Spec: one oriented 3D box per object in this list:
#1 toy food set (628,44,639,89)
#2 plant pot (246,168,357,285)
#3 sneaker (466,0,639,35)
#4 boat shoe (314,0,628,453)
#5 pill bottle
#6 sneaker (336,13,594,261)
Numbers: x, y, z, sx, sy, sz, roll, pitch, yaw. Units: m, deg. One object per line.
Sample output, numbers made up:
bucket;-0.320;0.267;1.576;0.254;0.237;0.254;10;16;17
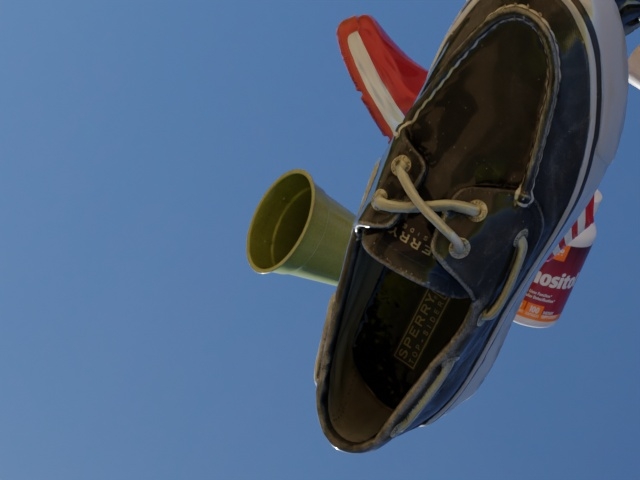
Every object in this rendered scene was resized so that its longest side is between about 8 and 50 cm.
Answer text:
toy food set;0.333;-0.113;1.472;0.111;0.232;0.104;-49;-124;-3
plant pot;0.000;0.000;1.353;0.083;0.079;0.083;-37;-141;38
sneaker;0.147;-0.194;1.199;0.129;0.330;0.147;-13;-103;-8
boat shoe;0.053;-0.007;0.698;0.078;0.219;0.070;31;-146;21
pill bottle;0.237;0.008;1.895;0.086;0.086;0.152;-117;-138;-57
sneaker;0.113;-0.085;1.261;0.128;0.221;0.087;-33;-173;6
